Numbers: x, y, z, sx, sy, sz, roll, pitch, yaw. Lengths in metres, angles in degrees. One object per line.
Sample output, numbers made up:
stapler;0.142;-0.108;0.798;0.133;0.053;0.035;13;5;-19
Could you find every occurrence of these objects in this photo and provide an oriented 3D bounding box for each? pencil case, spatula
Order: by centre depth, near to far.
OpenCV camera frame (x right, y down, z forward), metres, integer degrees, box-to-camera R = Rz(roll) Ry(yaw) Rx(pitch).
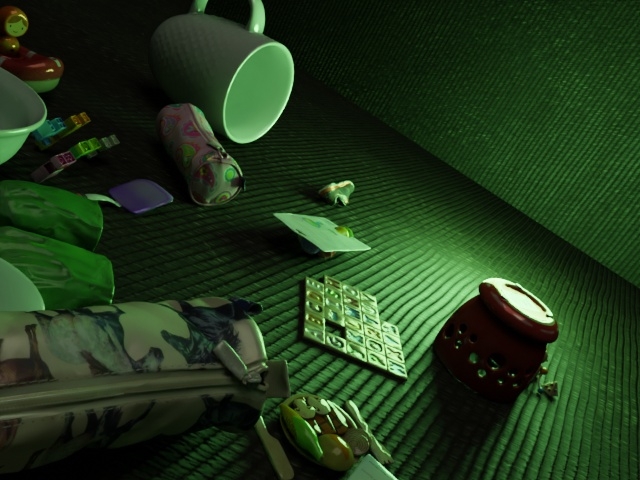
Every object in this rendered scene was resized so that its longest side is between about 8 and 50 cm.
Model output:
pencil case;-0.227;0.132;0.557;0.411;0.184;0.159;5;73;-49
spatula;-0.375;-0.066;0.998;0.084;0.030;0.296;37;24;20
pencil case;-0.259;-0.188;1.274;0.124;0.124;0.284;11;28;-37

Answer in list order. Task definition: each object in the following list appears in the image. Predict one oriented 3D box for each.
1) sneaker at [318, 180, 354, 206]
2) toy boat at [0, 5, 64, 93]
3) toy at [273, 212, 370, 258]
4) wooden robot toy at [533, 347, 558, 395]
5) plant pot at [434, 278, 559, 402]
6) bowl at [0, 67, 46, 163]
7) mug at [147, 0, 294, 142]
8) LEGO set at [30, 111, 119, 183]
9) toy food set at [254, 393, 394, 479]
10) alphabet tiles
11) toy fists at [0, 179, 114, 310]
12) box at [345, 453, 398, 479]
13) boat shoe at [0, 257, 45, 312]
sneaker;0.049;-0.115;1.590;0.158;0.061;0.064;-17;78;-59
toy boat;-0.639;-0.402;1.227;0.231;0.151;0.151;27;23;-7
toy;0.000;0.000;1.271;0.137;0.056;0.237;35;18;22
wooden robot toy;0.441;0.243;1.256;0.173;0.079;0.076;42;26;25
plant pot;0.341;0.183;1.146;0.191;0.174;0.191;25;26;-13
bowl;-0.569;-0.177;0.867;0.298;0.134;0.297;25;23;-11
mug;-0.266;-0.492;1.572;0.328;0.373;0.276;32;27;21
LEGO set;-0.458;-0.166;1.057;0.087;0.093;0.227;58;14;-12
toy food set;0.008;0.246;0.790;0.192;0.038;0.132;9;30;-40
alphabet tiles;0.059;0.145;1.100;0.198;0.009;0.237;24;24;-12
toy fists;-0.363;0.011;0.775;0.142;0.096;0.279;23;22;-36
box;0.017;0.299;0.580;0.072;0.126;0.137;39;25;16
boat shoe;-0.412;0.048;0.576;0.268;0.088;0.096;21;43;-36
